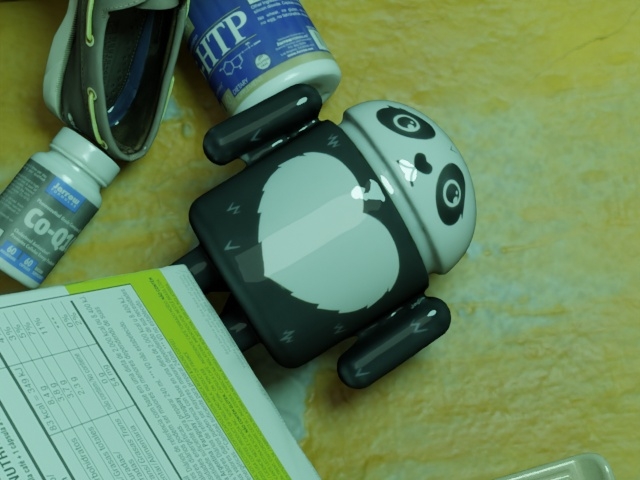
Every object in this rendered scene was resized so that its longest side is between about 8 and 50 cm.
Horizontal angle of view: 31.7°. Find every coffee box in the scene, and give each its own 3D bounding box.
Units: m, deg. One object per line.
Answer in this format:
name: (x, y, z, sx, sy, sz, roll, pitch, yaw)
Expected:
coffee box: (-0.206, 0.256, 0.777, 0.337, 0.334, 0.338, -38, 78, 23)

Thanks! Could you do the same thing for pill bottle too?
pill bottle: (-0.249, -0.031, 1.025, 0.078, 0.078, 0.137, 35, 82, 9)
pill bottle: (-0.072, -0.199, 1.035, 0.112, 0.112, 0.187, -30, 78, -4)

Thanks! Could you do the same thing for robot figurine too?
robot figurine: (-0.001, -0.002, 0.957, 0.278, 0.209, 0.173, -31, 39, -4)

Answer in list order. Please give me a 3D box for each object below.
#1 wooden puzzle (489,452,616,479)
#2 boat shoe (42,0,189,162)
wooden puzzle: (0.160, 0.317, 0.957, 0.238, 0.044, 0.221, -17, 78, 4)
boat shoe: (-0.158, -0.216, 0.957, 0.116, 0.324, 0.096, -20, 52, -44)
